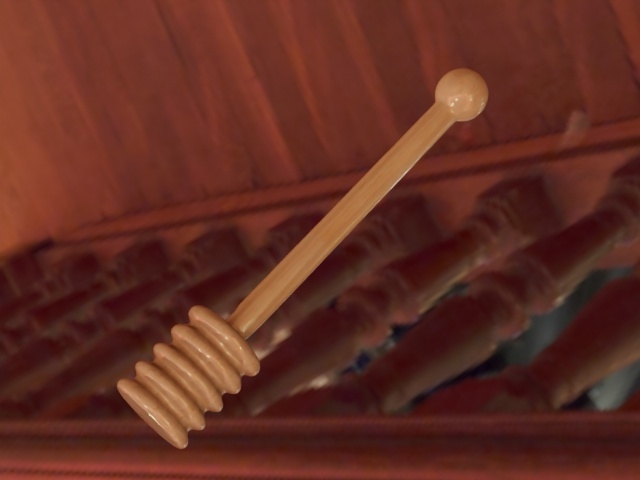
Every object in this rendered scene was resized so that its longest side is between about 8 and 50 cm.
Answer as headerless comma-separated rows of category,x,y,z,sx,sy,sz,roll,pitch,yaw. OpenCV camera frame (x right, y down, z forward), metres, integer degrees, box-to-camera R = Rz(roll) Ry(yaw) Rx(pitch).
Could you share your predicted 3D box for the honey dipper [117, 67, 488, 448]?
honey dipper,0.000,0.000,0.503,0.030,0.160,0.030,41,166,13
